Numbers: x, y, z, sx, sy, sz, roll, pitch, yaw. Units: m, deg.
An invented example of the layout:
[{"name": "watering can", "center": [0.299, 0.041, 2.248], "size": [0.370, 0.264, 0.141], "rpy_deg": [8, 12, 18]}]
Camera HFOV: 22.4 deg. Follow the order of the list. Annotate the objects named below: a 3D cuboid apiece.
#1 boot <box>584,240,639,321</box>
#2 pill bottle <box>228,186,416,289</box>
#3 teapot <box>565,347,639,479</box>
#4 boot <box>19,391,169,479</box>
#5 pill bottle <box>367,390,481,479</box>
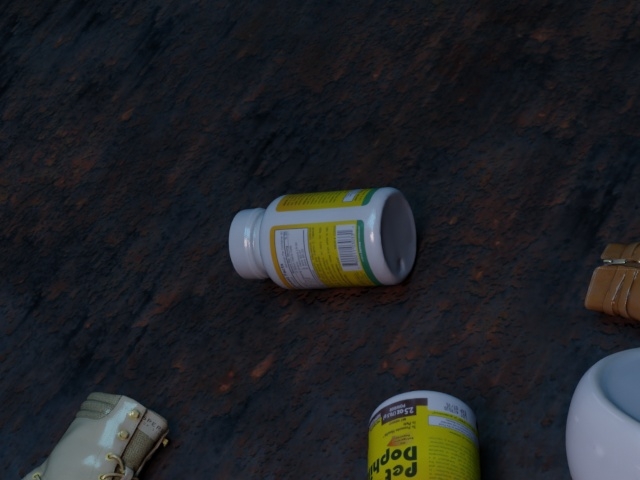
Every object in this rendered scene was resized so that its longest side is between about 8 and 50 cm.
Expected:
[{"name": "boot", "center": [0.348, 0.074, 1.703], "size": [0.152, 0.073, 0.197], "rpy_deg": [5, 42, 32]}, {"name": "pill bottle", "center": [0.000, 0.000, 1.937], "size": [0.208, 0.118, 0.118], "rpy_deg": [-4, 49, 27]}, {"name": "teapot", "center": [0.335, 0.223, 1.494], "size": [0.252, 0.187, 0.256], "rpy_deg": [13, 24, 15]}, {"name": "boot", "center": [-0.232, 0.283, 1.829], "size": [0.262, 0.095, 0.203], "rpy_deg": [16, 59, 44]}, {"name": "pill bottle", "center": [0.105, 0.267, 1.627], "size": [0.117, 0.117, 0.215], "rpy_deg": [-15, 45, 18]}]
